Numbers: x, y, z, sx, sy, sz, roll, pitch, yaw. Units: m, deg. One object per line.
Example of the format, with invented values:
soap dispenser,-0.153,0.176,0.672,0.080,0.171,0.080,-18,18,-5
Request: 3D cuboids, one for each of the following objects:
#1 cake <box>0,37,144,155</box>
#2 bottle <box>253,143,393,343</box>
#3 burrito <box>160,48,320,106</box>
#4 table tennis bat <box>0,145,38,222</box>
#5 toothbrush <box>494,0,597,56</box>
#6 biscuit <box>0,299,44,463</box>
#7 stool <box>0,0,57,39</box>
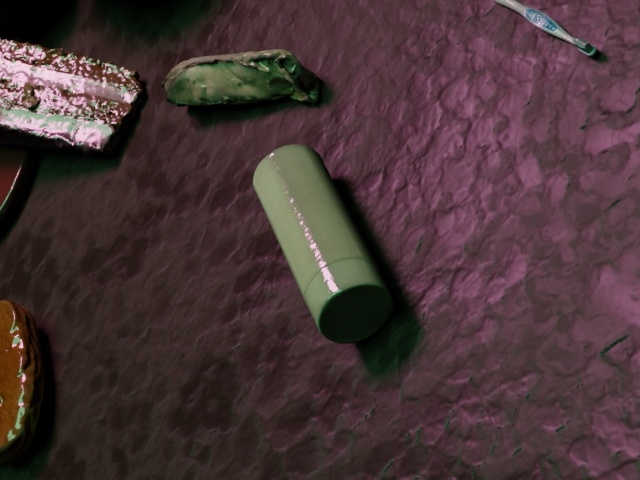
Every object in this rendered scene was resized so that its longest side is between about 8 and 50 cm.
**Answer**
cake,-0.333,-0.165,1.792,0.295,0.113,0.116,13,72,31
bottle,0.000,0.000,1.350,0.072,0.072,0.201,-45,42,17
burrito,-0.090,-0.167,1.561,0.229,0.063,0.058,6,99,47
table tennis bat,-0.427,-0.048,1.864,0.200,0.038,0.310,-23,51,37
toothbrush,0.191,-0.191,1.313,0.014,0.017,0.162,-50,35,4
biscuit,-0.386,0.226,1.639,0.277,0.052,0.262,-42,47,20
stool,-0.439,-0.378,1.947,0.141,0.232,0.232,-37,44,25
